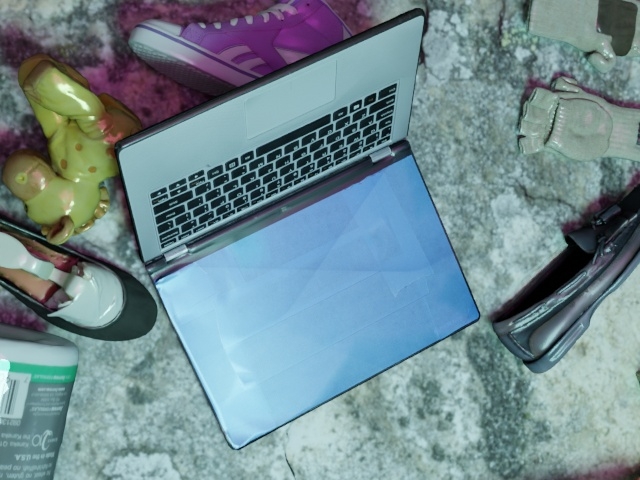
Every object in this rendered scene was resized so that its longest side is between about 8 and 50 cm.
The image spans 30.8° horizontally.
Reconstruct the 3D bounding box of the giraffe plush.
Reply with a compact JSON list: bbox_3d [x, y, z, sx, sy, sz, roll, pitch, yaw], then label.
[{"bbox_3d":[-0.288,-0.090,1.336,0.210,0.181,0.170,37,94,4],"label":"giraffe plush"}]

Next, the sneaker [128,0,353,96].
[{"bbox_3d":[-0.089,-0.252,1.421,0.282,0.102,0.161,16,84,-26],"label":"sneaker"}]

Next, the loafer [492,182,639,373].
[{"bbox_3d":[0.347,0.034,1.541,0.095,0.109,0.302,39,85,-9],"label":"loafer"}]

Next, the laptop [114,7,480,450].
[{"bbox_3d":[0.000,0.000,1.378,0.381,0.408,0.236,-27,65,-15],"label":"laptop"}]

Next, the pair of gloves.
[{"bbox_3d":[0.363,-0.226,1.569,0.204,0.042,0.240,0,93,-19],"label":"pair of gloves"}]

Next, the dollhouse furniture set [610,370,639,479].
[{"bbox_3d":[0.534,0.288,1.580,0.262,0.135,0.259,-25,98,-13],"label":"dollhouse furniture set"}]

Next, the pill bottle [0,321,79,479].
[{"bbox_3d":[-0.402,0.273,1.289,0.204,0.204,0.361,13,89,-15],"label":"pill bottle"}]

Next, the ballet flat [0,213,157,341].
[{"bbox_3d":[-0.318,0.046,1.361,0.280,0.096,0.095,26,84,-15],"label":"ballet flat"}]
